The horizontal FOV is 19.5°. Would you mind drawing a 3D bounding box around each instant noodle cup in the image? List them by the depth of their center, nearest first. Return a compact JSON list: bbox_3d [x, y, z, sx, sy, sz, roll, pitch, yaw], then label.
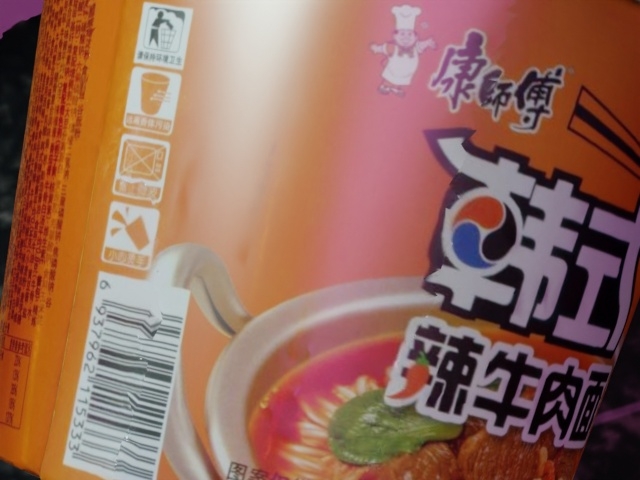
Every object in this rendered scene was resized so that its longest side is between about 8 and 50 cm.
[{"bbox_3d":[0.000,0.000,0.634,0.250,0.250,0.192,15,87,-12],"label":"instant noodle cup"}]
